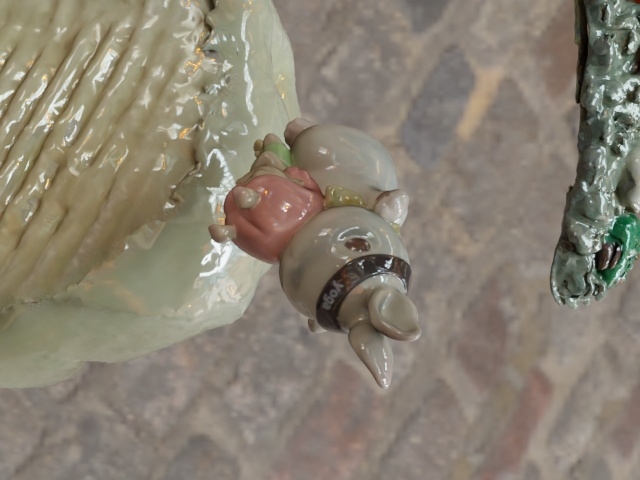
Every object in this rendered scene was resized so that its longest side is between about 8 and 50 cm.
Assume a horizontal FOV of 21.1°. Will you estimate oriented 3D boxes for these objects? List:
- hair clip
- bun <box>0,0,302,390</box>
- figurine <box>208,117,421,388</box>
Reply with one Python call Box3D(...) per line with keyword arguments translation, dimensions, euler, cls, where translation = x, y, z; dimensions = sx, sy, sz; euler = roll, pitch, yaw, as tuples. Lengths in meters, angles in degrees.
Box3D(translation=(0.232, -0.104, 1.273), dimensions=(0.138, 0.091, 0.321), euler=(-42, 136, -59), cls="hair clip")
Box3D(translation=(-0.170, -0.064, 1.058), dimensions=(0.211, 0.360, 0.359), euler=(47, 57, -67), cls="bun")
Box3D(translation=(-0.005, 0.007, 0.807), dimensions=(0.146, 0.098, 0.081), euler=(-88, -174, -58), cls="figurine")
